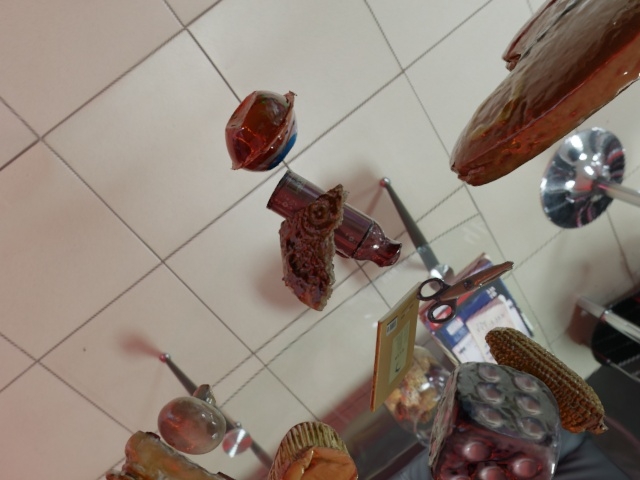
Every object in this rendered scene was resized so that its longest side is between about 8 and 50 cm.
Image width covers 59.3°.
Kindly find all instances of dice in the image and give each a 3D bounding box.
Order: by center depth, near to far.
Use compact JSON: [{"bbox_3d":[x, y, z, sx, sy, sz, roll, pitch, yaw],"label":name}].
[{"bbox_3d":[0.290,0.329,0.954,0.181,0.182,0.183,16,119,6],"label":"dice"}]

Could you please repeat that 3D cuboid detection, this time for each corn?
[{"bbox_3d":[0.420,0.261,1.055,0.097,0.261,0.097,-37,153,-22],"label":"corn"}]

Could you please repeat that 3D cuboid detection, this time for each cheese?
[{"bbox_3d":[-0.145,-0.252,1.269,0.129,0.329,0.217,38,88,-26],"label":"cheese"}]

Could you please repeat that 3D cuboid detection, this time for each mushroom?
[{"bbox_3d":[-0.371,0.523,1.667,0.204,0.204,0.204,-8,114,-19],"label":"mushroom"}]

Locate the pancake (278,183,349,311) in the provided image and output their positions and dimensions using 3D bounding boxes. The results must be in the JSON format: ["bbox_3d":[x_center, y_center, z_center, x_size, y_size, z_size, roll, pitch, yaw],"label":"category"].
[{"bbox_3d":[0.000,0.000,1.177,0.057,0.266,0.244,32,95,-40],"label":"pancake"}]

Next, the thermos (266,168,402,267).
[{"bbox_3d":[0.034,-0.028,1.330,0.330,0.109,0.136,31,111,-1],"label":"thermos"}]

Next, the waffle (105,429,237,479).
[{"bbox_3d":[-0.093,0.389,0.719,0.376,0.261,0.114,28,59,7],"label":"waffle"}]

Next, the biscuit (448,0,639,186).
[{"bbox_3d":[0.239,-0.196,0.586,0.052,0.277,0.262,38,132,-15],"label":"biscuit"}]

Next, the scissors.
[{"bbox_3d":[0.416,0.130,1.598,0.289,0.138,0.041,-30,165,19],"label":"scissors"}]

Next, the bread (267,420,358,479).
[{"bbox_3d":[-0.029,0.627,1.497,0.204,0.156,0.288,14,102,-11],"label":"bread"}]

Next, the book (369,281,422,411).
[{"bbox_3d":[0.249,0.350,1.849,0.269,0.032,0.389,-34,136,-45],"label":"book"}]
